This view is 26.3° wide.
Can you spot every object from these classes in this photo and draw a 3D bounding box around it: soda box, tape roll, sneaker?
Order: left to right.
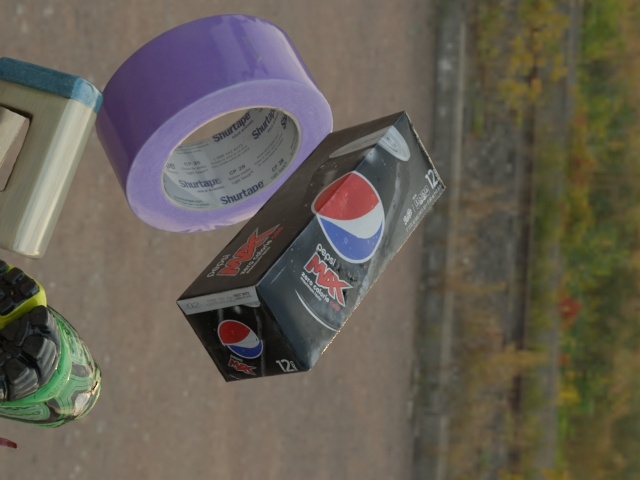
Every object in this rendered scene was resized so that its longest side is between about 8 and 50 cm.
[{"bbox_3d":[-0.319,0.061,1.104,0.134,0.343,0.146,-52,147,-15],"label":"sneaker"},{"bbox_3d":[-0.090,-0.097,1.166,0.080,0.189,0.189,62,-2,29],"label":"tape roll"},{"bbox_3d":[0.000,0.000,0.713,0.053,0.060,0.169,60,42,-20],"label":"soda box"}]

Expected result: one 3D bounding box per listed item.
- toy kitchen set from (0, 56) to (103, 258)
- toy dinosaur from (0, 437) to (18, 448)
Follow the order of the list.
[{"bbox_3d":[-0.188,-0.089,0.486,0.166,0.207,0.122,26,82,-59],"label":"toy kitchen set"},{"bbox_3d":[-0.275,0.134,0.987,0.047,0.090,0.082,57,-16,32],"label":"toy dinosaur"}]
